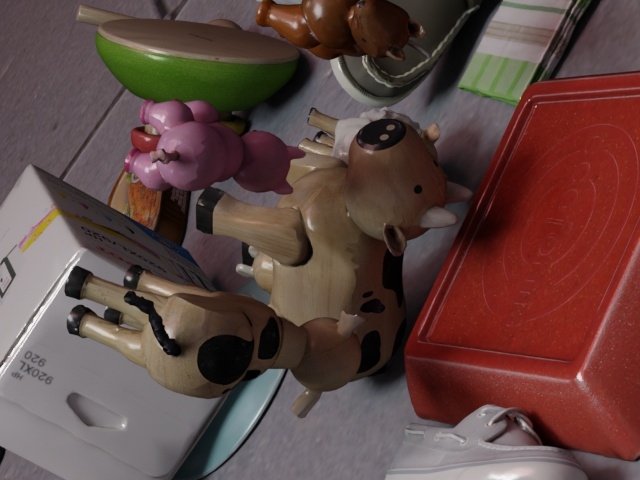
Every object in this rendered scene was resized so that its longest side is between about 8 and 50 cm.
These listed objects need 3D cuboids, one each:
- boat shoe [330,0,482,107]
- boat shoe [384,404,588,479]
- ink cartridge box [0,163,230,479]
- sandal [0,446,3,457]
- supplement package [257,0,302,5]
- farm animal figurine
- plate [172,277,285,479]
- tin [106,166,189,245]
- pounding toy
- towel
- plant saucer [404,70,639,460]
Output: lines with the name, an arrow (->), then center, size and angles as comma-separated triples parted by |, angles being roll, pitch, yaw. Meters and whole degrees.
boat shoe -> 0.100, -0.242, 1.537 | 0.091, 0.109, 0.305 | -16, 44, 63
boat shoe -> 0.098, 0.127, 1.177 | 0.184, 0.066, 0.063 | 155, 129, -67
ink cartridge box -> -0.187, 0.075, 1.591 | 0.168, 0.171, 0.232 | -57, 24, 6
sandal -> -0.374, 0.260, 1.956 | 0.179, 0.040, 0.067 | -56, 24, 7
supplement package -> 0.044, -0.253, 1.662 | 0.179, 0.105, 0.105 | -63, 24, -9
farm animal figurine -> 0.000, 0.000, 1.290 | 0.330, 0.172, 0.326 | -61, -19, -24
plate -> -0.082, 0.104, 1.596 | 0.188, 0.024, 0.188 | -45, 27, 30
tin -> -0.166, -0.022, 1.888 | 0.106, 0.040, 0.189 | -37, 32, 33
pounding toy -> -0.124, -0.137, 1.820 | 0.237, 0.183, 0.110 | -139, 54, -66
towel -> 0.163, -0.167, 1.446 | 0.152, 0.023, 0.113 | -62, 22, 0
plant saucer -> 0.157, -0.003, 1.232 | 0.259, 0.048, 0.258 | 4, 66, 63
